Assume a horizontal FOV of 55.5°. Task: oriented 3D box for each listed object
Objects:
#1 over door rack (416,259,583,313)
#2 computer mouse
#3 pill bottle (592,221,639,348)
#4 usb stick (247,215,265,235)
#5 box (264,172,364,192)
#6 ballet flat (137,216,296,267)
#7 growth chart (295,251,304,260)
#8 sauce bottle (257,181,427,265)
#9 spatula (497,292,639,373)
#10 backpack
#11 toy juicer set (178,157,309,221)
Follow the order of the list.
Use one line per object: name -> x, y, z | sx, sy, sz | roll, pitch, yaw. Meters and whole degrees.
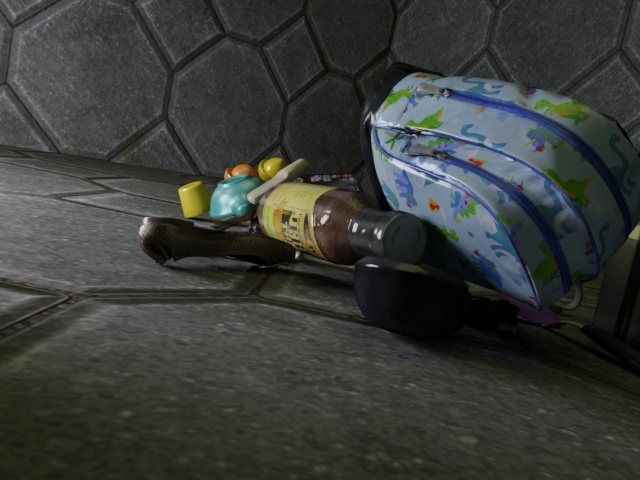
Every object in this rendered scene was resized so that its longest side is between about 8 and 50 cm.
over door rack -> 0.254, 0.033, 1.058 | 0.324, 0.108, 0.239 | 9, 7, -19
computer mouse -> 0.118, 0.076, 0.693 | 0.189, 0.072, 0.272 | 12, -5, 25
pill bottle -> 0.557, 0.084, 0.806 | 0.334, 0.187, 0.188 | 15, 8, 26
usb stick -> 0.000, 0.000, 1.171 | 0.278, 0.045, 0.077 | 11, 14, -6
box -> -0.015, -0.084, 1.334 | 0.216, 0.060, 0.270 | -2, 21, -4
ballet flat -> -0.135, 0.015, 0.835 | 0.084, 0.058, 0.250 | -9, -15, 43
growth chart -> -0.146, 0.006, 0.993 | 0.237, 0.021, 0.172 | 6, 10, -30
sauce bottle -> 0.019, -0.025, 0.875 | 0.111, 0.111, 0.344 | 8, 3, -28
spatula -> 0.341, 0.119, 0.819 | 0.084, 0.030, 0.296 | 8, 8, -18
backpack -> 0.219, -0.068, 0.777 | 0.356, 0.290, 0.273 | 12, 50, 42
toy juicer set -> -0.129, -0.096, 1.217 | 0.209, 0.089, 0.329 | -29, 21, -32
